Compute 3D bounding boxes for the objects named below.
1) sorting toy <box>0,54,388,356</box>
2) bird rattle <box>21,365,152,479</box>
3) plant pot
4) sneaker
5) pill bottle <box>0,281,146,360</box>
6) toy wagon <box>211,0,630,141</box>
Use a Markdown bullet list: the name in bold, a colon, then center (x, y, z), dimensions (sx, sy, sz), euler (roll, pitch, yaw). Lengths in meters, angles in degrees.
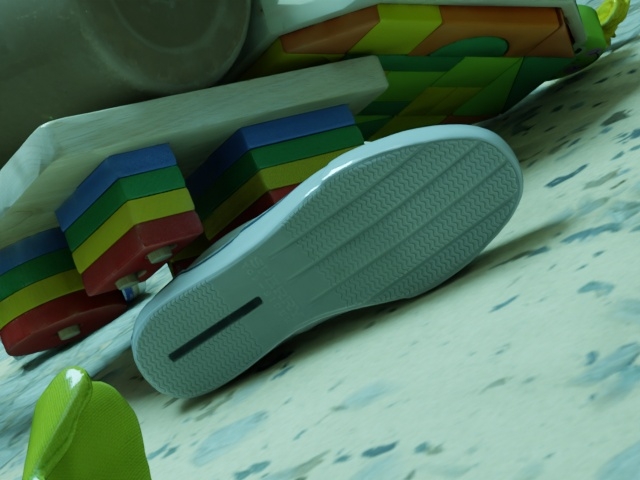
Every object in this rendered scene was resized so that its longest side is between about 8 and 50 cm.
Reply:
- **sorting toy**: center (-0.105, -0.010, 1.126), dimensions (0.257, 0.089, 0.255), euler (-16, -12, -36)
- **bird rattle**: center (-0.126, 0.174, 0.624), dimensions (0.253, 0.143, 0.207), euler (-42, 1, 0)
- **plant pot**: center (-0.175, -0.150, 1.104), dimensions (0.229, 0.263, 0.263), euler (-7, 24, 46)
- **sneaker**: center (0.000, 0.000, 0.993), dimensions (0.258, 0.094, 0.091), euler (-27, 17, 15)
- **pill bottle**: center (-0.207, 0.044, 1.352), dimensions (0.120, 0.067, 0.067), euler (-33, 13, -19)
- **toy wagon**: center (0.087, -0.141, 1.207), dimensions (0.344, 0.068, 0.267), euler (-2, -20, -30)
